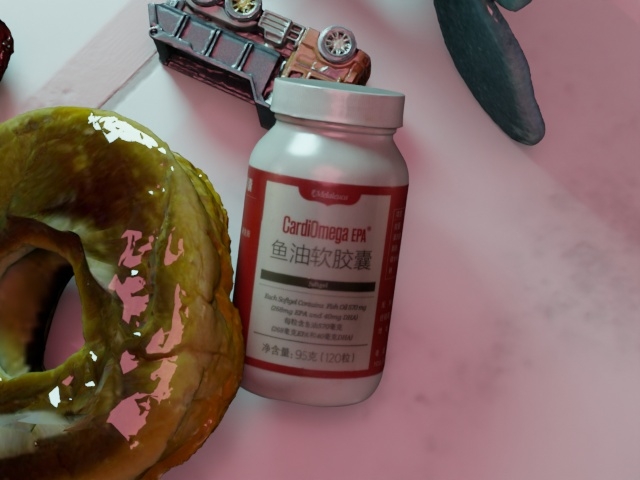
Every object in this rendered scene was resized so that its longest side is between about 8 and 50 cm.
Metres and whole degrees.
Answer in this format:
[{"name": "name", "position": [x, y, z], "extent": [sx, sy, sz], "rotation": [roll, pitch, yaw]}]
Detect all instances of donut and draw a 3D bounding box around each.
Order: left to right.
[{"name": "donut", "position": [-0.196, 0.067, 1.220], "extent": [0.330, 0.160, 0.330], "rotation": [-9, 71, 29]}]

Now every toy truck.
[{"name": "toy truck", "position": [-0.057, -0.158, 1.325], "extent": [0.192, 0.083, 0.092], "rotation": [24, 79, 6]}]

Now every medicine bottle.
[{"name": "medicine bottle", "position": [0.000, 0.000, 1.236], "extent": [0.131, 0.131, 0.250], "rotation": [8, 99, 2]}]

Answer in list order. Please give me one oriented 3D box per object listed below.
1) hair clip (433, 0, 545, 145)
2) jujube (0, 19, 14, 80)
[{"name": "hair clip", "position": [0.109, -0.319, 1.245], "extent": [0.392, 0.318, 0.238], "rotation": [39, 79, 9]}, {"name": "jujube", "position": [-0.328, -0.129, 1.312], "extent": [0.166, 0.104, 0.104], "rotation": [-43, 82, -10]}]
